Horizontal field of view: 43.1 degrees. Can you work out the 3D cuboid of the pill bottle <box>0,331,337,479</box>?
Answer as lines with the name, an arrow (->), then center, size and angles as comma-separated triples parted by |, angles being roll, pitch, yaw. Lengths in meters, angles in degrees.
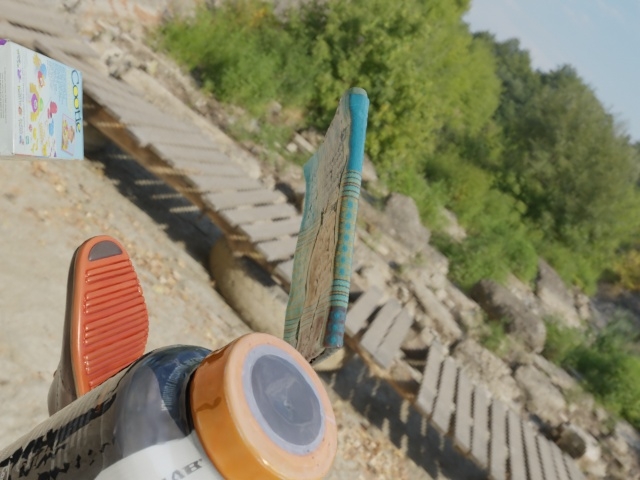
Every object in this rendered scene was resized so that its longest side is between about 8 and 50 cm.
pill bottle -> -0.107, 0.146, 0.483 | 0.130, 0.245, 0.130 | 38, 32, -30

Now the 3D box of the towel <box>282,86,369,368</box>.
towel -> 0.000, 0.000, 1.155 | 0.040, 0.370, 0.271 | 12, -22, -11

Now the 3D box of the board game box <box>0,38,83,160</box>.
board game box -> -0.443, -0.185, 1.130 | 0.142, 0.144, 0.275 | 0, 4, 1

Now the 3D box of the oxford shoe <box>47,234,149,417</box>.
oxford shoe -> -0.237, 0.127, 0.814 | 0.098, 0.272, 0.097 | 7, 10, 32
